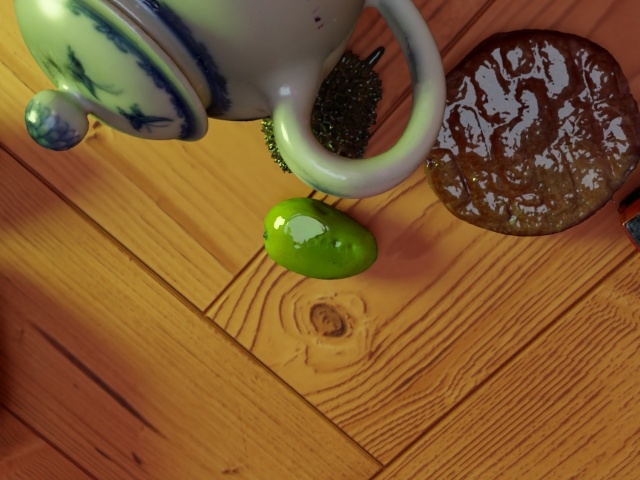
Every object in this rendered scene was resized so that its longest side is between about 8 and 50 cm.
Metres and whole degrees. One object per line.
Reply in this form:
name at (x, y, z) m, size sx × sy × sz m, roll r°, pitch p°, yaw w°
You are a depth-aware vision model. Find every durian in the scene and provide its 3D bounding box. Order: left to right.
durian at (0.005, -0.112, 0.619) m, size 0.110 × 0.071 × 0.140 m, roll 41°, pitch 104°, yaw -6°

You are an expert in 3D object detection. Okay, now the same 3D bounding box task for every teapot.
teapot at (-0.104, -0.174, 0.499) m, size 0.424 × 0.252 × 0.280 m, roll 33°, pitch 74°, yaw 2°

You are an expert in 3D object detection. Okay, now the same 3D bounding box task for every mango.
mango at (0.000, 0.000, 0.662) m, size 0.108 × 0.056 × 0.073 m, roll 15°, pitch 115°, yaw 1°

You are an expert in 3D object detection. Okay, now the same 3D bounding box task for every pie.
pie at (0.174, -0.087, 0.611) m, size 0.182 × 0.049 × 0.182 m, roll 3°, pitch 109°, yaw 10°

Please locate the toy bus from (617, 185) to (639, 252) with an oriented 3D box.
toy bus at (0.335, -0.053, 0.564) m, size 0.081 × 0.089 × 0.195 m, roll 45°, pitch 117°, yaw -6°
